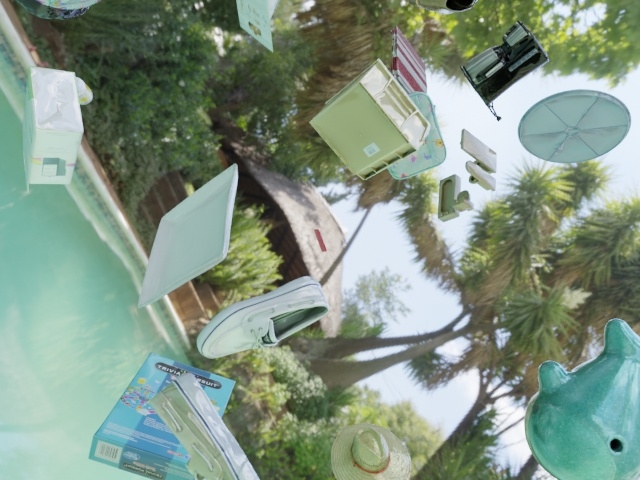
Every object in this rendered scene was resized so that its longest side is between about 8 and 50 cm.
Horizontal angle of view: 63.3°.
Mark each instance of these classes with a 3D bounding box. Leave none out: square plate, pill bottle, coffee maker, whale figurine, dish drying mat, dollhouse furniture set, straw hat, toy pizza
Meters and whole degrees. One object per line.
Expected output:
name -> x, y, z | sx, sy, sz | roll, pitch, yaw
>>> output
square plate -> -0.353, -0.010, 1.434 | 0.049, 0.344, 0.347 | 38, 36, -35
pill bottle -> -0.773, -0.480, 1.647 | 0.065, 0.065, 0.116 | 64, -8, 0
coffee maker -> 0.470, -0.430, 1.305 | 0.171, 0.178, 0.120 | 35, 32, -37
whale figurine -> 0.442, 0.256, 0.798 | 0.216, 0.272, 0.141 | 36, -6, 5
dish drying mat -> 0.000, 0.000, 1.787 | 0.032, 0.008, 0.083 | -8, -75, 58
dollhouse furniture set -> 0.316, -0.149, 1.231 | 0.151, 0.123, 0.143 | -23, -131, 48
straw hat -> 0.083, 0.350, 0.867 | 0.144, 0.145, 0.061 | 48, -33, 46
toy pizza -> 0.497, -0.226, 1.025 | 0.201, 0.202, 0.032 | 92, 11, -60

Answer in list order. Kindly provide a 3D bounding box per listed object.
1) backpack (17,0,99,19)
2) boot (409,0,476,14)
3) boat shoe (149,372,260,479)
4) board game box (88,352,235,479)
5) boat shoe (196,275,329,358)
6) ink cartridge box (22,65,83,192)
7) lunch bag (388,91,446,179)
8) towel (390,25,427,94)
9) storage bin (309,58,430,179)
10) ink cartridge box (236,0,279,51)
backpack -> -0.372, -0.430, 0.782 | 0.115, 0.151, 0.182 | 38, -52, -15
boot -> 0.337, -0.588, 1.254 | 0.115, 0.305, 0.112 | 34, -50, 24
boat shoe -> -0.199, 0.387, 0.941 | 0.302, 0.094, 0.109 | 52, -23, 15
board game box -> -0.382, 0.446, 1.318 | 0.336, 0.254, 0.079 | -78, -171, -70
boat shoe -> -0.093, 0.135, 0.846 | 0.075, 0.226, 0.083 | 53, -8, 47
ink cartridge box -> -0.780, -0.299, 1.495 | 0.353, 0.119, 0.207 | -39, -119, 50
lunch bag -> 0.306, -0.367, 1.786 | 0.108, 0.224, 0.279 | -83, 152, -71
towel -> 0.348, -0.654, 2.019 | 0.237, 0.037, 0.328 | 38, 42, -36
storage bin -> 0.146, -0.345, 1.548 | 0.260, 0.123, 0.262 | 47, -36, -13
ink cartridge box -> -0.148, -0.598, 1.231 | 0.189, 0.066, 0.232 | 49, -20, 37
